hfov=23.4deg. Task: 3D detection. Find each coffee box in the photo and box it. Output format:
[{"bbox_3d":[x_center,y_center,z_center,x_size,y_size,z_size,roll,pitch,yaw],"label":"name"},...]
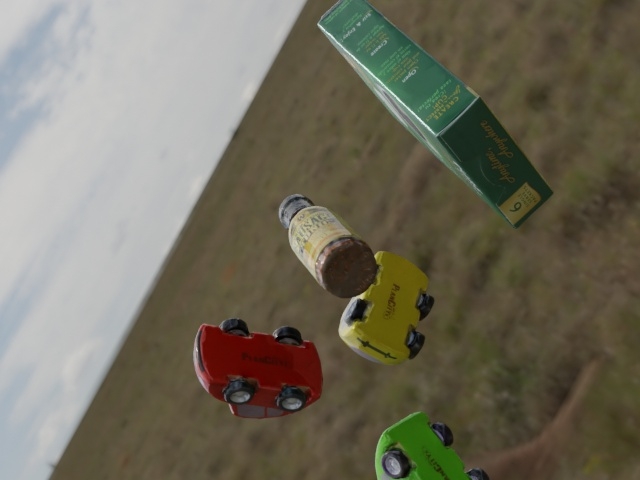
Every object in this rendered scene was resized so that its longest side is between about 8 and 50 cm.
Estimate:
[{"bbox_3d":[0.077,-0.092,1.058,0.040,0.113,0.184,-42,39,2],"label":"coffee box"}]

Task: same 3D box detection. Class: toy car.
[{"bbox_3d":[0.038,0.130,1.131,0.239,0.225,0.053,-22,-22,-43],"label":"toy car"}]

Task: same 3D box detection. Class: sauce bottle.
[{"bbox_3d":[0.000,0.000,1.030,0.042,0.042,0.128,-61,25,6],"label":"sauce bottle"}]
